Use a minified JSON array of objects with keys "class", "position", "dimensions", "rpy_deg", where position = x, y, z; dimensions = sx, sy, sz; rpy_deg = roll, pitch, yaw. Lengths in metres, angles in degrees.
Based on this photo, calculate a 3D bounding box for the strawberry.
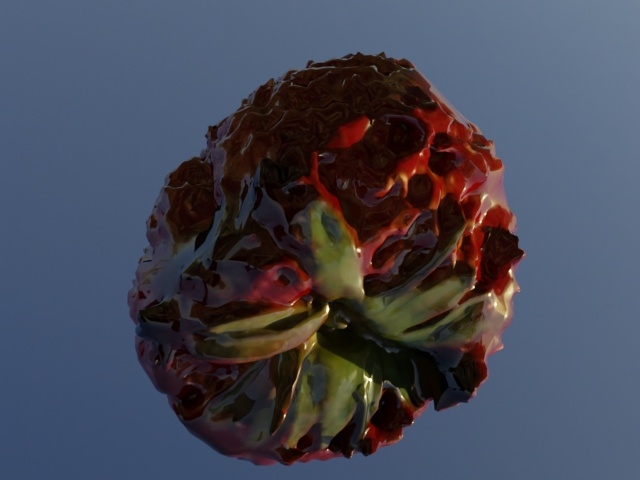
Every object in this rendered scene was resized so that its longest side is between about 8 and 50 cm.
[{"class":"strawberry","position":[0.002,0.003,0.730],"dimensions":[0.261,0.261,0.257],"rpy_deg":[6,-150,-20]}]
